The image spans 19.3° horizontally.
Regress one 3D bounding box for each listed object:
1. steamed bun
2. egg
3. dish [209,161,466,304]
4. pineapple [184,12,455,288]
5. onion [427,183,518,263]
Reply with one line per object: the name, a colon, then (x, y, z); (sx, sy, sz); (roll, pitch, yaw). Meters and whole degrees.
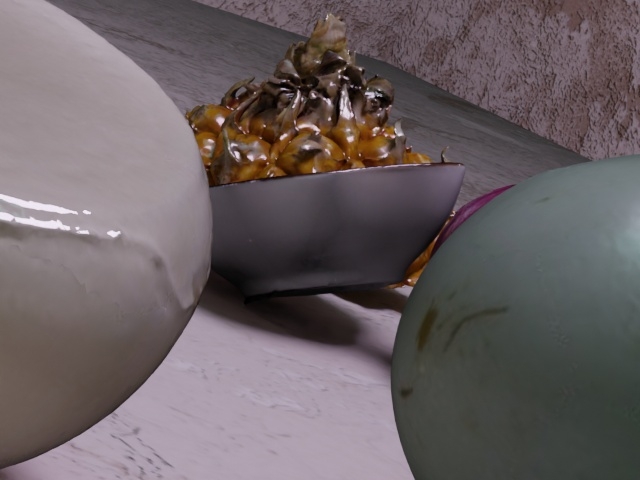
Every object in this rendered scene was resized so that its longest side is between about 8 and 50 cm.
steamed bun: (-0.157, -0.004, 0.639); (0.232, 0.145, 0.232); (24, 23, -11)
egg: (0.156, 0.066, 0.773); (0.283, 0.203, 0.203); (15, 12, -30)
dish: (0.000, 0.000, 1.102); (0.191, 0.066, 0.190); (-6, -4, 0)
pineapple: (-0.009, -0.060, 1.258); (0.250, 0.164, 0.140); (28, 18, 15)
onion: (0.144, 0.039, 1.074); (0.177, 0.153, 0.177); (9, 10, -2)
